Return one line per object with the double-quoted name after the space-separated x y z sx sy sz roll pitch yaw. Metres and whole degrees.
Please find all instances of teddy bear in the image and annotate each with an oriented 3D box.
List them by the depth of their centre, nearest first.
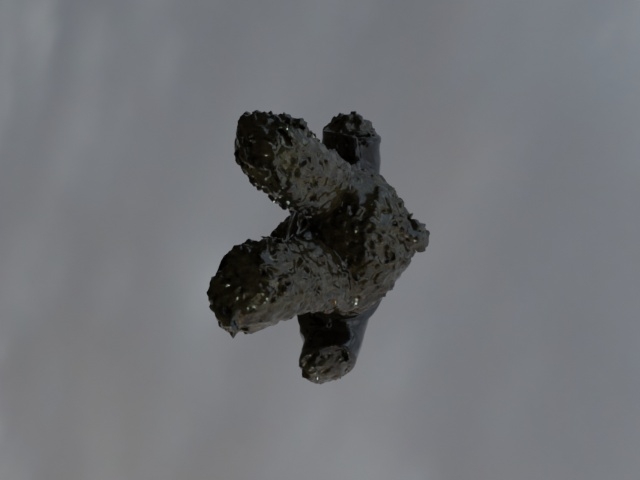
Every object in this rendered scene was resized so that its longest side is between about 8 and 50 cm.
0.008 0.000 0.766 0.160 0.078 0.119 39 56 -78 "teddy bear"
